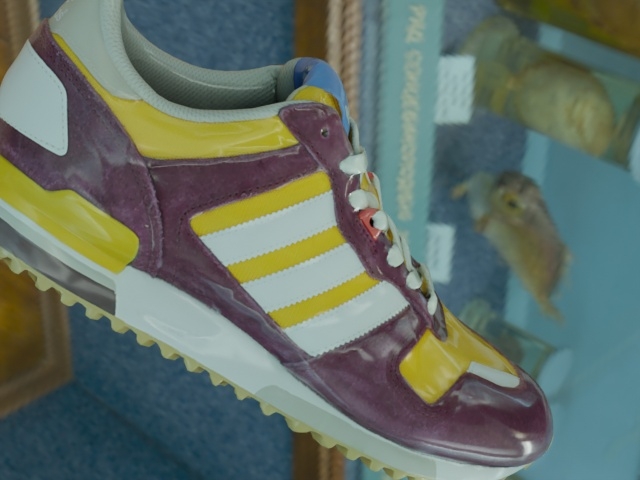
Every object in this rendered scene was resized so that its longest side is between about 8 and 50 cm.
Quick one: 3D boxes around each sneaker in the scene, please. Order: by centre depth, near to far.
[{"bbox_3d":[0.000,0.000,0.385,0.185,0.069,0.084,27,102,-20],"label":"sneaker"}]
